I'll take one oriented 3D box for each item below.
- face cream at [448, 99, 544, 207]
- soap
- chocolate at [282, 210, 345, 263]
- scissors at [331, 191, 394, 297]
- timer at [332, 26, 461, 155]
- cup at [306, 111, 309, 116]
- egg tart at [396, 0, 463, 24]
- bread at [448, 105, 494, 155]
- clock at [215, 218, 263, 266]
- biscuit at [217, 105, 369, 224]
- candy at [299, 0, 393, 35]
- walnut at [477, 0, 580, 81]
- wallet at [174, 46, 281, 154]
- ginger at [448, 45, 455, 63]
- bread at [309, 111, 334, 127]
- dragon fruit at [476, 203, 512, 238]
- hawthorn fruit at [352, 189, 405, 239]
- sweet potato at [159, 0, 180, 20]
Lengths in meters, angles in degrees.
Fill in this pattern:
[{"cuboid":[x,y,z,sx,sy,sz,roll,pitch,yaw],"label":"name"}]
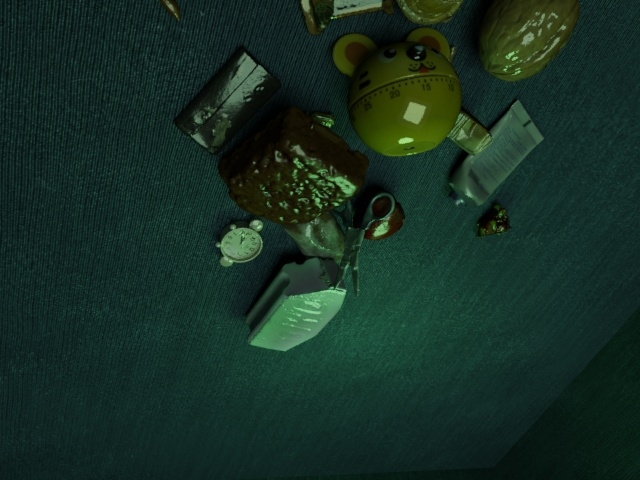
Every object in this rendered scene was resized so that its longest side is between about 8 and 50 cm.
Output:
[{"cuboid":[0.648,-0.294,1.825,0.235,0.137,0.420,36,100,-34],"label":"face cream"},{"cuboid":[-0.090,0.255,1.907,0.261,0.156,0.446,17,130,-27],"label":"soap"},{"cuboid":[0.000,0.000,1.840,0.185,0.100,0.303,-33,131,4],"label":"chocolate"},{"cuboid":[0.121,0.006,1.715,0.029,0.256,0.383,12,86,-65],"label":"scissors"},{"cuboid":[0.239,-0.459,1.450,0.376,0.376,0.387,-8,84,-12],"label":"timer"},{"cuboid":[-0.082,-0.364,1.536,0.074,0.099,0.102,17,118,-28],"label":"cup"},{"cuboid":[0.339,-0.750,1.332,0.315,0.120,0.315,-16,127,-22],"label":"egg tart"},{"cuboid":[0.468,-0.388,1.635,0.210,0.192,0.110,25,112,-31],"label":"bread"},{"cuboid":[-0.293,0.002,1.767,0.155,0.063,0.229,30,109,-30],"label":"clock"},{"cuboid":[-0.092,-0.204,1.517,0.342,0.166,0.395,24,144,-34],"label":"biscuit"},{"cuboid":[0.076,-0.673,1.363,0.271,0.101,0.143,-13,123,-1],"label":"candy"},{"cuboid":[0.614,-0.637,1.453,0.252,0.277,0.313,39,105,5],"label":"walnut"},{"cuboid":[-0.281,-0.413,1.472,0.321,0.044,0.170,-42,128,15],"label":"wallet"},{"cuboid":[0.411,-0.584,1.577,0.048,0.030,0.097,-25,138,-35],"label":"ginger"},{"cuboid":[0.004,-0.397,1.582,0.088,0.034,0.049,1,139,-14],"label":"bread"},{"cuboid":[0.728,-0.068,2.015,0.138,0.142,0.175,-16,119,-58],"label":"dragon fruit"},{"cuboid":[0.192,-0.081,1.792,0.235,0.181,0.181,-30,129,5],"label":"hawthorn fruit"},{"cuboid":[-0.403,-0.628,1.281,0.034,0.034,0.095,-34,129,9],"label":"sweet potato"}]
